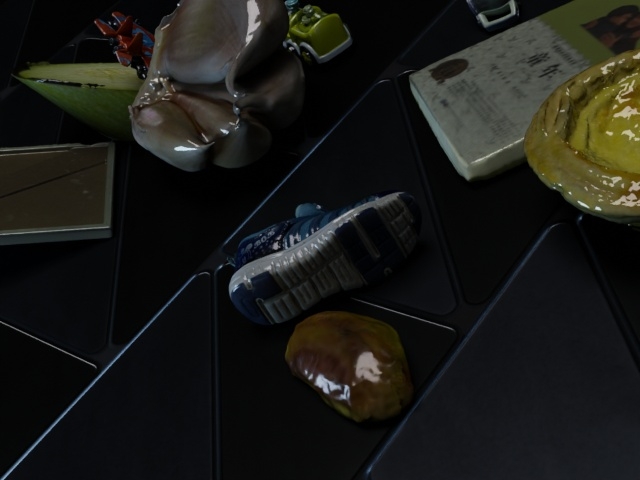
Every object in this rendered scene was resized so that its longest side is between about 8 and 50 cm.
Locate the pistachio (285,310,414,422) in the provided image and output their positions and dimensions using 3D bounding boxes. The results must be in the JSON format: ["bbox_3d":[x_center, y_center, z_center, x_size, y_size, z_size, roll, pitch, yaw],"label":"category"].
[{"bbox_3d":[0.023,0.099,0.945,0.089,0.049,0.173,-38,38,-16],"label":"pistachio"}]

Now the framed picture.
[{"bbox_3d":[-0.411,-0.061,1.347,0.289,0.020,0.211,-5,37,-6],"label":"framed picture"}]

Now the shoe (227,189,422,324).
[{"bbox_3d":[0.000,0.000,1.042,0.207,0.091,0.106,-24,42,10],"label":"shoe"}]

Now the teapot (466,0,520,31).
[{"bbox_3d":[0.216,-0.299,1.310,0.057,0.066,0.088,-33,55,25],"label":"teapot"}]

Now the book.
[{"bbox_3d":[0.282,-0.200,1.162,0.352,0.035,0.239,-25,34,3],"label":"book"}]

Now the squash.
[{"bbox_3d":[-0.288,-0.224,1.448,0.204,0.155,0.237,-44,38,-18],"label":"squash"}]

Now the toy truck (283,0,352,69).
[{"bbox_3d":[-0.014,-0.286,1.411,0.076,0.077,0.111,-38,38,-15],"label":"toy truck"}]

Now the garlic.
[{"bbox_3d":[-0.128,-0.201,1.279,0.237,0.210,0.292,-41,29,-29],"label":"garlic"}]

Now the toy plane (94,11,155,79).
[{"bbox_3d":[-0.223,-0.256,1.439,0.061,0.189,0.130,-43,66,20],"label":"toy plane"}]

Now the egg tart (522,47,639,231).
[{"bbox_3d":[0.327,-0.090,0.956,0.279,0.095,0.279,-12,38,10],"label":"egg tart"}]
